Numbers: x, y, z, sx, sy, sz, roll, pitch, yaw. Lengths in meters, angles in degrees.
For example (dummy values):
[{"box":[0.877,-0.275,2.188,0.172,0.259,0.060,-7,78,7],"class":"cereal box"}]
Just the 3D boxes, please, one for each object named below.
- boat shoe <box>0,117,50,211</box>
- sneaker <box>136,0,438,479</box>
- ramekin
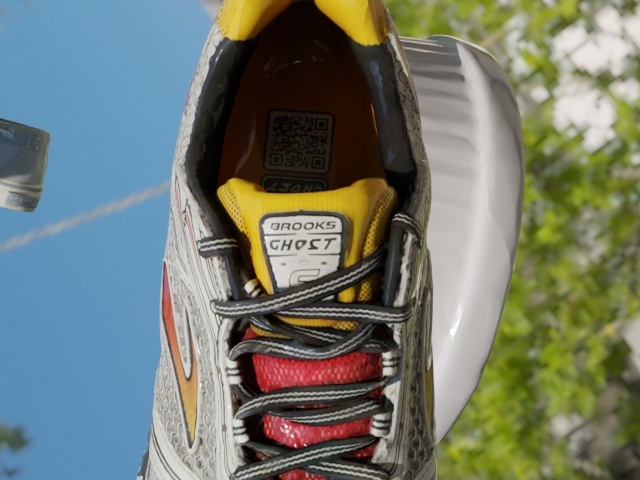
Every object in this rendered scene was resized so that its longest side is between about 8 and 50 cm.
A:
[{"box":[-0.291,-0.095,1.495,0.227,0.081,0.079,26,-172,33],"class":"boat shoe"},{"box":[-0.011,0.028,0.507,0.093,0.088,0.225,92,175,-70],"class":"sneaker"},{"box":[0.000,0.000,1.118,0.127,0.273,0.273,13,-146,-20],"class":"ramekin"}]
